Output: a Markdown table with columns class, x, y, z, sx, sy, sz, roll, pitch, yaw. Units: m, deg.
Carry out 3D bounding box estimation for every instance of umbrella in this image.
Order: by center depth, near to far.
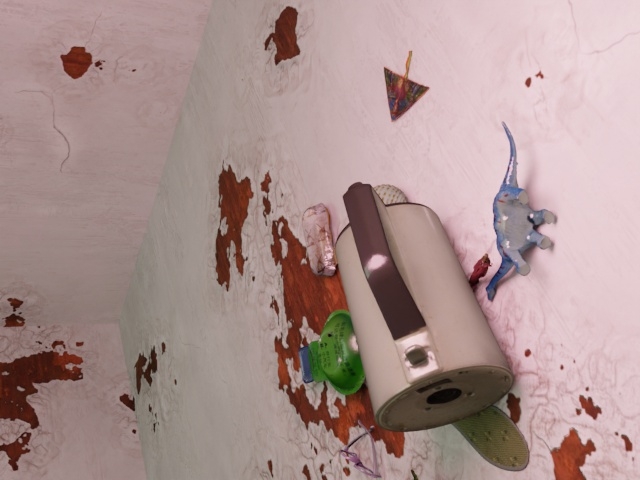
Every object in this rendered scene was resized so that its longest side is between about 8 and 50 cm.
| class | x | y | z | sx | sy | sz | roll | pitch | yaw |
| --- | --- | --- | --- | --- | --- | --- | --- | --- | --- |
| umbrella | 0.287 | 0.054 | 1.364 | 0.027 | 0.025 | 0.165 | 52 | 169 | 16 |

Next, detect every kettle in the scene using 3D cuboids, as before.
| class | x | y | z | sx | sy | sz | roll | pitch | yaw |
| --- | --- | --- | --- | --- | --- | --- | --- | --- | --- |
| kettle | 0.150 | 0.109 | 1.369 | 0.250 | 0.361 | 0.376 | -26 | 54 | 14 |

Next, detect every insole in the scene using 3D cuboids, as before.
| class | x | y | z | sx | sy | sz | roll | pitch | yaw |
| --- | --- | --- | --- | --- | --- | --- | --- | --- | --- |
| insole | 0.285 | 0.337 | 1.439 | 0.322 | 0.007 | 0.109 | 33 | 117 | 57 |

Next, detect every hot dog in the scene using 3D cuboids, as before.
| class | x | y | z | sx | sy | sz | roll | pitch | yaw |
| --- | --- | --- | --- | --- | --- | --- | --- | --- | --- |
| hot dog | 0.000 | 0.000 | 1.935 | 0.108 | 0.059 | 0.191 | -33 | 62 | 55 |

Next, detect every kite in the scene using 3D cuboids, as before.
| class | x | y | z | sx | sy | sz | roll | pitch | yaw |
| --- | --- | --- | --- | --- | --- | --- | --- | --- | --- |
| kite | 0.179 | -0.335 | 1.656 | 0.190 | 0.010 | 0.159 | 44 | 126 | 52 |

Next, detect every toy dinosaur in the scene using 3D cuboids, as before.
| class | x | y | z | sx | sy | sz | roll | pitch | yaw |
| --- | --- | --- | --- | --- | --- | --- | --- | --- | --- |
| toy dinosaur | 0.335 | -0.027 | 1.286 | 0.144 | 0.076 | 0.329 | -137 | 43 | -63 |

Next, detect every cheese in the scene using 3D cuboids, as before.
| class | x | y | z | sx | sy | sz | roll | pitch | yaw |
| --- | --- | --- | --- | --- | --- | --- | --- | --- | --- |
| cheese | 0.032 | 0.277 | 1.836 | 0.320 | 0.083 | 0.203 | -32 | 63 | 55 |

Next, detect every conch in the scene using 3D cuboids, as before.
| class | x | y | z | sx | sy | sz | roll | pitch | yaw |
| --- | --- | --- | --- | --- | --- | --- | --- | --- | --- |
| conch | 0.144 | -0.048 | 1.625 | 0.153 | 0.102 | 0.135 | -133 | 36 | -52 |

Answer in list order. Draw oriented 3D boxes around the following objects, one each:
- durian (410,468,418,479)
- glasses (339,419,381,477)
| class | x | y | z | sx | sy | sz | roll | pitch | yaw |
| --- | --- | --- | --- | --- | --- | --- | --- | --- | --- |
| durian | 0.168 | 0.601 | 1.528 | 0.106 | 0.132 | 0.375 | -105 | 24 | -52 |
| glasses | 0.107 | 0.472 | 1.752 | 0.140 | 0.062 | 0.103 | 20 | 85 | 61 |
